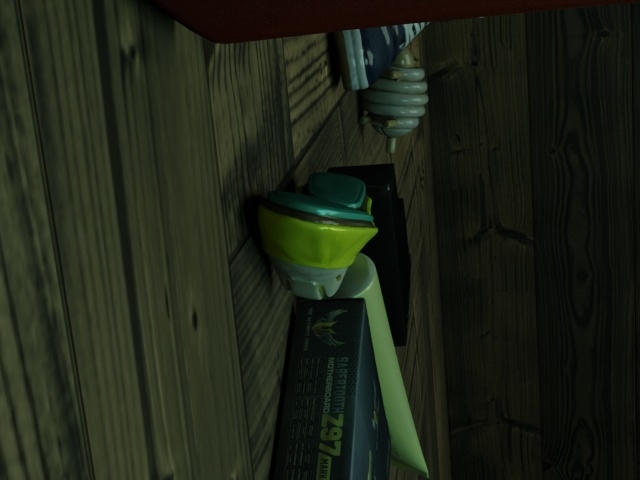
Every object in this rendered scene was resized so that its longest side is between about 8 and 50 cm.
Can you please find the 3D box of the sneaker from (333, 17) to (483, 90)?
[{"bbox_3d":[0.098,-0.248,1.224,0.282,0.153,0.099,-79,163,-57],"label":"sneaker"}]

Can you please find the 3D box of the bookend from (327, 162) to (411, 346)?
[{"bbox_3d":[0.038,-0.009,1.031,0.156,0.072,0.157,-78,163,-61],"label":"bookend"}]

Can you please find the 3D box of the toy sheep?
[{"bbox_3d":[0.087,-0.169,1.375,0.091,0.091,0.132,-63,163,-73],"label":"toy sheep"}]

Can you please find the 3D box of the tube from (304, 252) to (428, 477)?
[{"bbox_3d":[0.035,0.114,0.977,0.070,0.062,0.240,-119,-168,-50],"label":"tube"}]

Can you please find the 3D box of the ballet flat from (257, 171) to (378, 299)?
[{"bbox_3d":[0.000,0.000,0.807,0.231,0.077,0.077,-51,154,-80],"label":"ballet flat"}]

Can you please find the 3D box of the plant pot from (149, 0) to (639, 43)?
[{"bbox_3d":[0.015,-0.226,0.418,0.236,0.268,0.267,-12,99,-70],"label":"plant pot"}]

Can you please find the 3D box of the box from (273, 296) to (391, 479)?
[{"bbox_3d":[0.012,0.186,0.845,0.232,0.059,0.183,-83,166,-47],"label":"box"}]
